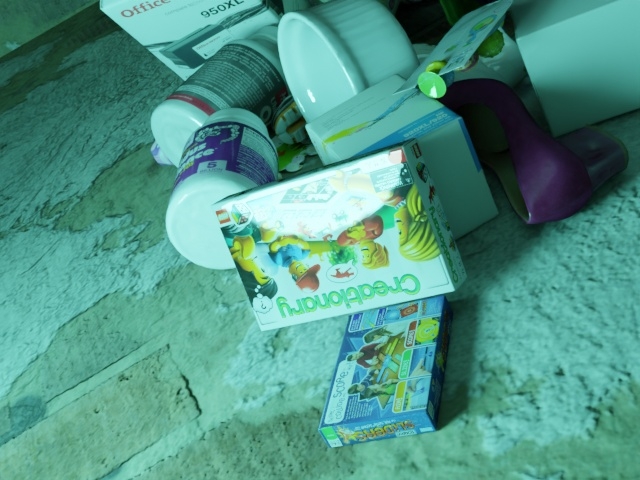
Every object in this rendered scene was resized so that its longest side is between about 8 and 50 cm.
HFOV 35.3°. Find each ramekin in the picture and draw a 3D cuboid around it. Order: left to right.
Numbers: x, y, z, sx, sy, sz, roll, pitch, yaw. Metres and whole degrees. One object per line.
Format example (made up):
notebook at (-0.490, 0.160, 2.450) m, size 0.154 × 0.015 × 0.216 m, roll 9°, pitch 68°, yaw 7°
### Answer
ramekin at (0.055, -0.272, 1.663) m, size 0.135 × 0.277 × 0.277 m, roll -29°, pitch 29°, yaw -17°

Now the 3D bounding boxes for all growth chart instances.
growth chart at (-0.040, -0.191, 1.862) m, size 0.237 × 0.021 × 0.172 m, roll -43°, pitch 34°, yaw -23°

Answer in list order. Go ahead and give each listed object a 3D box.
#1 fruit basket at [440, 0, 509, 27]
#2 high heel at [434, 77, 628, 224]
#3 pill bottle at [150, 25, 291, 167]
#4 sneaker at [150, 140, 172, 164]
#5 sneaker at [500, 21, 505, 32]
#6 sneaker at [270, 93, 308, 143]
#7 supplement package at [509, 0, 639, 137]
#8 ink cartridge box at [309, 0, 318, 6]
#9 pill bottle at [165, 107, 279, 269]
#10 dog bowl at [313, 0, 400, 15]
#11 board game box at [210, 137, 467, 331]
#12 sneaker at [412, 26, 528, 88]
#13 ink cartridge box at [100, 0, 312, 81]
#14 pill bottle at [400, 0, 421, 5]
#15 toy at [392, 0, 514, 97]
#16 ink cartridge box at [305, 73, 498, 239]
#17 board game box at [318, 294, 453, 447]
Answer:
fruit basket at (0.274, -0.586, 1.857) m, size 0.283 × 0.392 × 0.392 m, roll -25°, pitch 30°, yaw 6°
high heel at (0.232, -0.132, 1.421) m, size 0.181 × 0.127 × 0.377 m, roll -30°, pitch 31°, yaw -25°
pill bottle at (-0.164, -0.277, 1.941) m, size 0.176 × 0.176 × 0.318 m, roll 3°, pitch 43°, yaw 43°
sneaker at (-0.269, -0.232, 2.052) m, size 0.105 × 0.095 × 0.236 m, roll -12°, pitch 34°, yaw 41°
sneaker at (0.278, -0.334, 1.789) m, size 0.144 × 0.059 × 0.053 m, roll -44°, pitch 61°, yaw 3°
sneaker at (-0.006, -0.263, 1.843) m, size 0.215 × 0.084 × 0.083 m, roll -35°, pitch 27°, yaw -9°
supplement package at (0.445, -0.307, 1.472) m, size 0.293 × 0.177 × 0.175 m, roll -18°, pitch 31°, yaw 17°
ink cartridge box at (0.006, -0.653, 2.494) m, size 0.303 × 0.072 × 0.307 m, roll -43°, pitch 35°, yaw -24°
pill bottle at (-0.155, -0.100, 1.667) m, size 0.169 × 0.169 × 0.301 m, roll -21°, pitch 30°, yaw 14°
dog bowl at (0.014, -0.589, 1.991) m, size 0.150 × 0.408 × 0.408 m, roll -53°, pitch 32°, yaw 0°
board game box at (0.019, 0.000, 1.316) m, size 0.305 × 0.192 × 0.053 m, roll -15°, pitch 12°, yaw 32°
sneaker at (0.233, -0.304, 1.723) m, size 0.169 × 0.108 × 0.292 m, roll -38°, pitch 41°, yaw -11°
ink cartridge box at (-0.224, -0.482, 2.069) m, size 0.286 × 0.395 × 0.166 m, roll -15°, pitch 64°, yaw 23°
pill bottle at (0.176, -0.563, 2.162) m, size 0.187 × 0.112 × 0.112 m, roll -1°, pitch 40°, yaw 40°
toy at (0.215, -0.274, 1.442) m, size 0.137 × 0.056 × 0.237 m, roll -17°, pitch 23°, yaw 48°
ink cartridge box at (0.112, -0.106, 1.447) m, size 0.168 × 0.171 × 0.232 m, roll -30°, pitch 30°, yaw -4°
board game box at (0.082, 0.154, 1.208) m, size 0.136 × 0.035 × 0.201 m, roll -14°, pitch 33°, yaw 24°
